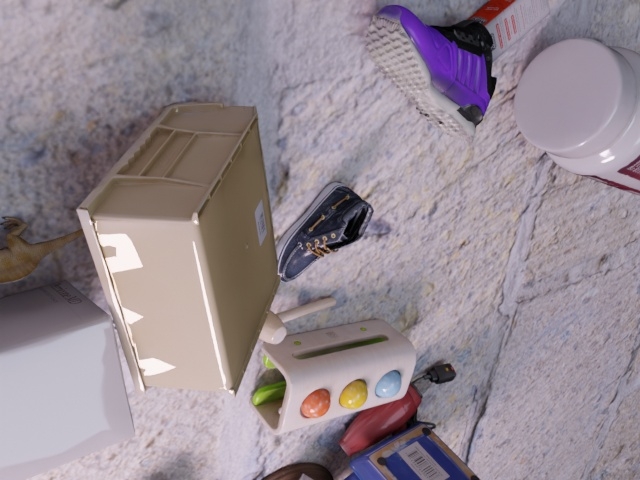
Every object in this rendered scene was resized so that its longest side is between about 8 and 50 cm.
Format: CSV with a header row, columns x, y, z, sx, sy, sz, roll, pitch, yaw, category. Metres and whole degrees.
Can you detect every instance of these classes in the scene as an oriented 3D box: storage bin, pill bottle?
x,y,z,sx,sy,sz,roll,pitch,yaw,category
-0.142,0.003,0.833,0.260,0.123,0.262,-72,161,-52,storage bin
0.532,-0.214,1.249,0.392,0.224,0.224,9,111,-43,pill bottle

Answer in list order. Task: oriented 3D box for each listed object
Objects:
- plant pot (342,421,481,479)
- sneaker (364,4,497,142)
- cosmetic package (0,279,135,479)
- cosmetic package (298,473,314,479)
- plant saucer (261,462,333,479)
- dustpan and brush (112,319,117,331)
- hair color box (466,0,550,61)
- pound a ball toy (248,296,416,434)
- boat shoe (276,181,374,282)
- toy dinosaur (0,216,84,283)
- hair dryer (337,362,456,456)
x,y,z,sx,sy,sz,roll,pitch,yaw,category
0.171,0.503,1.344,0.236,0.236,0.212,-16,136,-38,plant pot
0.178,-0.275,1.021,0.146,0.102,0.293,-56,141,-1,sneaker
-0.410,0.178,0.738,0.366,0.197,0.155,-18,109,-32,cosmetic package
-0.052,0.566,1.305,0.239,0.099,0.060,-60,177,9,cosmetic package
-0.078,0.564,1.385,0.278,0.041,0.277,-19,127,-28,plant saucer
-0.199,0.139,0.994,0.211,0.060,0.147,25,111,-21,dustpan and brush
0.295,-0.350,1.098,0.141,0.043,0.072,-41,135,-13,hair color box
0.019,0.203,1.164,0.319,0.136,0.208,-5,120,-38,pound a ball toy
0.000,0.000,1.054,0.065,0.083,0.183,32,94,-46,boat shoe
-0.339,0.016,0.783,0.183,0.093,0.053,-25,131,-24,toy dinosaur
0.161,0.377,1.430,0.294,0.080,0.223,-6,121,-36,hair dryer
